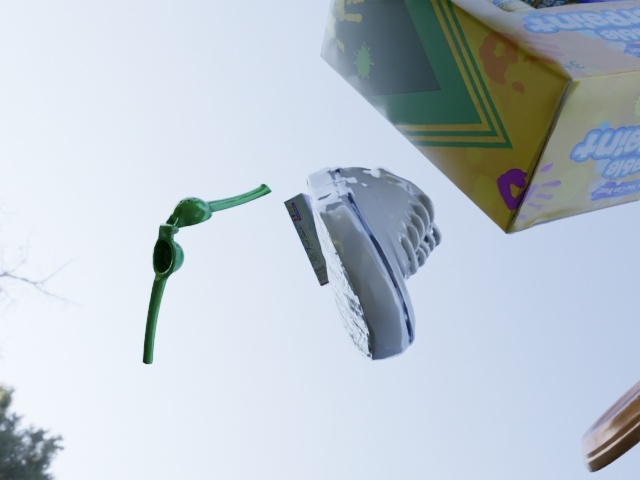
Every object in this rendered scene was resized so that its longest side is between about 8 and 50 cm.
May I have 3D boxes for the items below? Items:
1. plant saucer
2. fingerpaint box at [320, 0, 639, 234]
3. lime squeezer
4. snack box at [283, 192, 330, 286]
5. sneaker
[{"bbox_3d":[0.393,0.206,0.831,0.037,0.200,0.200,48,-66,21],"label":"plant saucer"},{"bbox_3d":[0.285,-0.215,0.755,0.371,0.444,0.163,54,-35,41],"label":"fingerpaint box"},{"bbox_3d":[-0.185,0.012,0.925,0.058,0.110,0.310,19,-116,29],"label":"lime squeezer"},{"bbox_3d":[0.000,0.000,1.041,0.037,0.100,0.141,-26,-99,13],"label":"snack box"},{"bbox_3d":[0.044,-0.007,0.499,0.091,0.258,0.094,-13,-64,0],"label":"sneaker"}]
